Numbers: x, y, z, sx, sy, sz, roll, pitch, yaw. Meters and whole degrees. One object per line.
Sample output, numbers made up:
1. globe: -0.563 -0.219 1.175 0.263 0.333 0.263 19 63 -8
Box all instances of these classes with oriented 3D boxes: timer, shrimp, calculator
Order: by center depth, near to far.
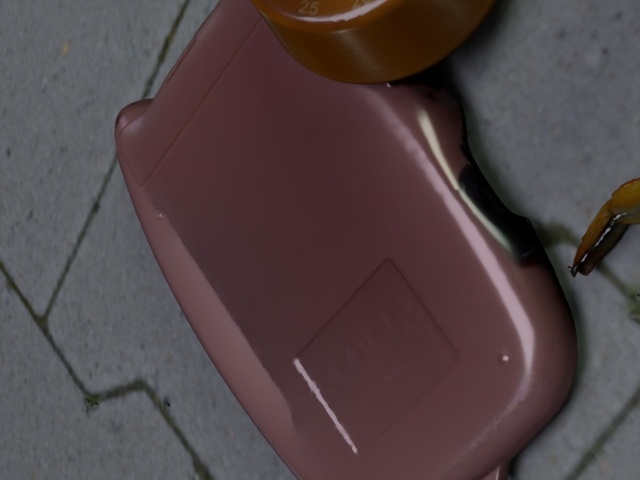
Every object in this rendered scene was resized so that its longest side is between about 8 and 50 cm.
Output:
1. shrimp: 0.146 0.035 0.550 0.091 0.025 0.127 9 96 44
2. timer: 0.000 -0.153 0.560 0.132 0.152 0.132 -7 74 25
3. calculator: 0.000 0.000 0.675 0.220 0.048 0.330 -49 63 33
